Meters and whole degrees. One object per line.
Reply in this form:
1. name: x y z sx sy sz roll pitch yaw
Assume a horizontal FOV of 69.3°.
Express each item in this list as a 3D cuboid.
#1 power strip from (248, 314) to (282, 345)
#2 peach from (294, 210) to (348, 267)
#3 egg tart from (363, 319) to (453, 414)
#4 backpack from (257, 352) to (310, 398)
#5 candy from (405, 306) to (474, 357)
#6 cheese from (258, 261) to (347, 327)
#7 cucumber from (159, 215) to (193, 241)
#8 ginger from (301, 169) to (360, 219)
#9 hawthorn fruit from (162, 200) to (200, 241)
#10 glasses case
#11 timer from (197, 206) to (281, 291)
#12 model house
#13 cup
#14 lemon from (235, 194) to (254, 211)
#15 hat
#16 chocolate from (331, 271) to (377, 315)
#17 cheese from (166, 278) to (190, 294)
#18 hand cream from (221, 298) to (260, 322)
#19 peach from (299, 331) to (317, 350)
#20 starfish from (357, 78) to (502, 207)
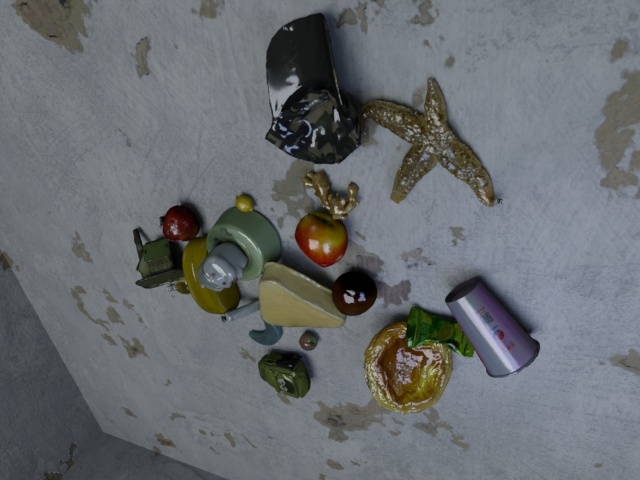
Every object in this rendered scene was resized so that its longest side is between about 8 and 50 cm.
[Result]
1. power strip: -0.237 0.404 2.097 0.137 0.044 0.216 37 131 0
2. peach: 0.000 0.000 1.612 0.190 0.190 0.192 19 120 15
3. egg tart: 0.322 0.466 1.739 0.352 0.352 0.150 42 174 -3
4. backpack: -0.167 0.611 2.146 0.253 0.140 0.207 7 125 31
5. candy: 0.432 0.330 1.648 0.246 0.149 0.069 7 168 22
6. cheese: -0.113 0.217 1.794 0.384 0.104 0.384 12 146 8
7. cucumber: -0.617 -0.044 1.993 0.181 0.053 0.053 29 130 4
8. ginger: 0.033 -0.153 1.557 0.193 0.052 0.176 -8 87 19
9. hawthorn fruit: -0.568 -0.080 1.886 0.148 0.148 0.172 7 108 23
10. glasses case: -0.475 0.163 1.972 0.141 0.173 0.371 0 121 24
11. timer: -0.342 0.070 1.752 0.291 0.315 0.290 13 127 18
12. model house: -0.730 0.051 2.077 0.205 0.218 0.278 111 143 -77
13. cup: 0.550 0.276 1.523 0.203 0.203 0.288 -35 94 39
14. lemon: -0.285 -0.138 1.745 0.083 0.062 0.062 39 130 3
15. hat: -0.002 -0.437 1.369 0.366 0.257 0.381 8 90 41
16. chocolate: 0.122 0.201 1.709 0.177 0.177 0.176 14 126 19
17. cheese: -0.672 0.222 2.206 0.163 0.036 0.086 -8 116 31
18. hand cream: -0.335 0.305 2.003 0.042 0.195 0.067 36 136 44
19. peach: -0.054 0.437 2.001 0.083 0.083 0.083 14 126 19
20. starfish: 0.301 -0.242 1.366 0.324 0.082 0.432 -20 113 32
